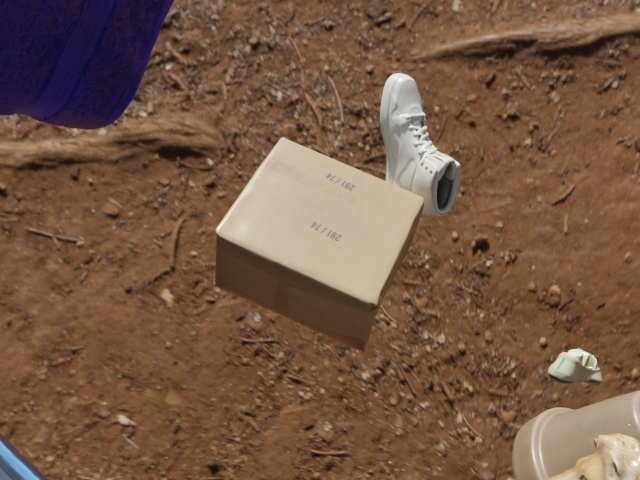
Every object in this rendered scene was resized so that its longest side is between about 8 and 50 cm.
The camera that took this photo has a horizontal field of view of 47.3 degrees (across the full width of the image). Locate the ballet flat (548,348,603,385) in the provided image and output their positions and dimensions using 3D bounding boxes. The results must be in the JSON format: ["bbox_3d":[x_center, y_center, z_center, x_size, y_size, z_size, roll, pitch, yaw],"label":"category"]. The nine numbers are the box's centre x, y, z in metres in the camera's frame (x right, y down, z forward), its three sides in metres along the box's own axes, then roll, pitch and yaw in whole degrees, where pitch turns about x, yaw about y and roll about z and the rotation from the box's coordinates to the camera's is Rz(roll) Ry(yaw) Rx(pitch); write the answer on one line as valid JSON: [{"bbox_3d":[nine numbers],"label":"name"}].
[{"bbox_3d":[0.607,0.295,1.708,0.086,0.248,0.086,-8,76,34],"label":"ballet flat"}]

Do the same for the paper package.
[{"bbox_3d":[0.000,0.000,1.404,0.325,0.168,0.309,23,51,10],"label":"paper package"}]

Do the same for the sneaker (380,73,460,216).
[{"bbox_3d":[0.213,-0.193,1.480,0.169,0.108,0.292,12,112,52],"label":"sneaker"}]

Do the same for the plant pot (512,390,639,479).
[{"bbox_3d":[0.488,0.361,1.193,0.229,0.263,0.263,-51,60,38],"label":"plant pot"}]

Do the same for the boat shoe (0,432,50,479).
[{"bbox_3d":[-0.198,0.212,0.485,0.258,0.109,0.089,36,66,19],"label":"boat shoe"}]

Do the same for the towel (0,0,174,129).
[{"bbox_3d":[-0.205,-0.200,0.576,0.076,0.308,0.227,22,97,8],"label":"towel"}]

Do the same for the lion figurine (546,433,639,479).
[{"bbox_3d":[0.344,0.333,0.641,0.142,0.392,0.240,9,90,-15],"label":"lion figurine"}]
